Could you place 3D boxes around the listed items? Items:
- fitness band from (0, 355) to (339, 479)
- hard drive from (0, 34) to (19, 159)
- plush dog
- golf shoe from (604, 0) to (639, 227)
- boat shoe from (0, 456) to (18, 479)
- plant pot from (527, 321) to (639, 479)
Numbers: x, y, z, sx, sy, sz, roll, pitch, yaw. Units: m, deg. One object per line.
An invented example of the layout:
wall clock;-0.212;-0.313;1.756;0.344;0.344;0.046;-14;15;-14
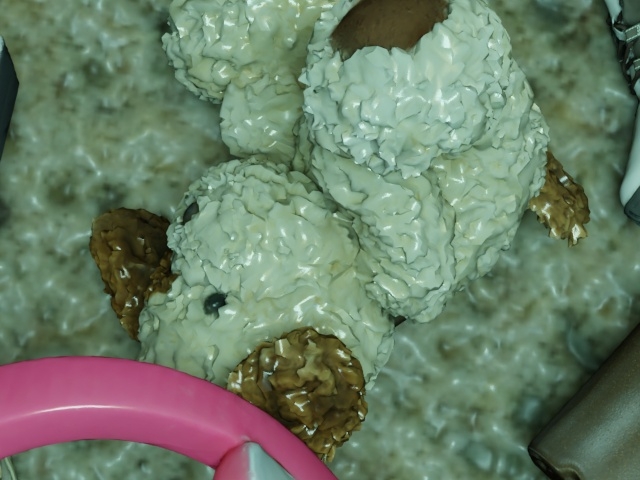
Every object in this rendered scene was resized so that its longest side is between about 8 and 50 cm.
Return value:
fitness band;-0.077;0.162;0.702;0.209;0.054;0.291;-22;127;18
hard drive;-0.334;-0.013;0.745;0.339;0.064;0.237;11;72;0
plush dog;0.000;0.000;0.765;0.225;0.262;0.210;-49;119;-4
golf shoe;0.187;-0.102;0.871;0.094;0.077;0.198;22;72;7
boat shoe;-0.200;0.069;0.788;0.063;0.059;0.170;-31;87;-12
plant pot;0.205;0.096;0.797;0.165;0.167;0.167;-42;89;-5
